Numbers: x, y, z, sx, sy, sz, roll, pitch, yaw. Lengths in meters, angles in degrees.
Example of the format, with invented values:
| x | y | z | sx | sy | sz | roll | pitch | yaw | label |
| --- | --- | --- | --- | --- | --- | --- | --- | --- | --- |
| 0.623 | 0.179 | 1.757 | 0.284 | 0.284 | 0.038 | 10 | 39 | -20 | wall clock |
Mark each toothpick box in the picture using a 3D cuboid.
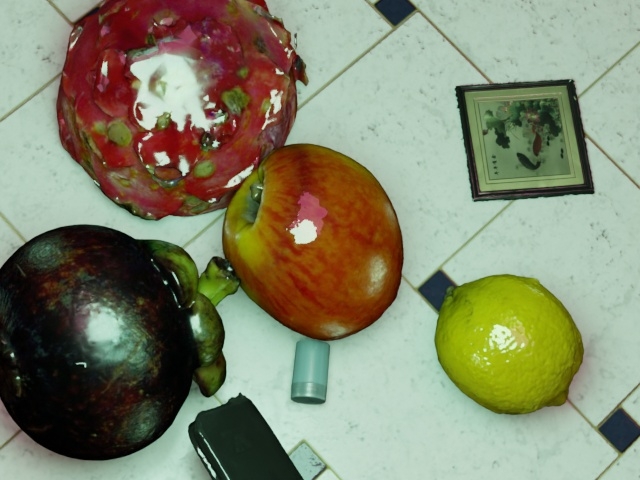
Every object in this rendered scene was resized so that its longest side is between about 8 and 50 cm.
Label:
| x | y | z | sx | sy | sz | roll | pitch | yaw | label |
| --- | --- | --- | --- | --- | --- | --- | --- | --- | --- |
| -0.014 | 0.189 | 1.953 | 0.052 | 0.052 | 0.083 | 7 | 70 | -4 | toothpick box |

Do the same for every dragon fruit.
| x | y | z | sx | sy | sz | roll | pitch | yaw | label |
| --- | --- | --- | --- | --- | --- | --- | --- | --- | --- |
| -0.199 | -0.232 | 1.976 | 0.386 | 0.249 | 0.371 | -20 | 80 | -10 | dragon fruit |

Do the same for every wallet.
| x | y | z | sx | sy | sz | roll | pitch | yaw | label |
| --- | --- | --- | --- | --- | --- | --- | --- | --- | --- |
| -0.045 | 0.377 | 1.828 | 0.051 | 0.197 | 0.377 | -38 | 77 | 18 | wallet |

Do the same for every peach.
| x | y | z | sx | sy | sz | roll | pitch | yaw | label |
| --- | --- | --- | --- | --- | --- | --- | --- | --- | --- |
| 0.000 | 0.000 | 1.922 | 0.281 | 0.238 | 0.281 | 22 | 53 | -32 | peach |

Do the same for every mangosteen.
| x | y | z | sx | sy | sz | roll | pitch | yaw | label |
| --- | --- | --- | --- | --- | --- | --- | --- | --- | --- |
| -0.289 | 0.131 | 1.815 | 0.330 | 0.330 | 0.330 | 2 | 72 | -6 | mangosteen |

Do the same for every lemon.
| x | y | z | sx | sy | sz | roll | pitch | yaw | label |
| --- | --- | --- | --- | --- | --- | --- | --- | --- | --- |
| 0.264 | 0.145 | 1.926 | 0.231 | 0.192 | 0.192 | 44 | 73 | 8 | lemon |

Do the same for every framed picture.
| x | y | z | sx | sy | sz | roll | pitch | yaw | label |
| --- | --- | --- | --- | --- | --- | --- | --- | --- | --- |
| 0.315 | -0.157 | 2.123 | 0.199 | 0.010 | 0.195 | -4 | 73 | -8 | framed picture |
